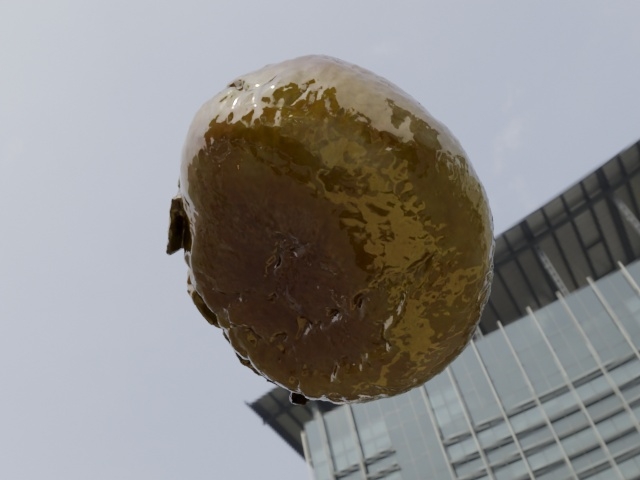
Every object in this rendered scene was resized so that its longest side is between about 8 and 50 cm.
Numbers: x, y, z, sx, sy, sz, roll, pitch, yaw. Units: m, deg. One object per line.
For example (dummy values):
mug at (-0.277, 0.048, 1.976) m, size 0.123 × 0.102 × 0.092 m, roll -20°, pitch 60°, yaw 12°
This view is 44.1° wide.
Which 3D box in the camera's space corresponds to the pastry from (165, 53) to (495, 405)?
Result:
pastry at (0.000, 0.000, 0.765) m, size 0.164 × 0.356 × 0.356 m, roll -34°, pitch -32°, yaw -47°
